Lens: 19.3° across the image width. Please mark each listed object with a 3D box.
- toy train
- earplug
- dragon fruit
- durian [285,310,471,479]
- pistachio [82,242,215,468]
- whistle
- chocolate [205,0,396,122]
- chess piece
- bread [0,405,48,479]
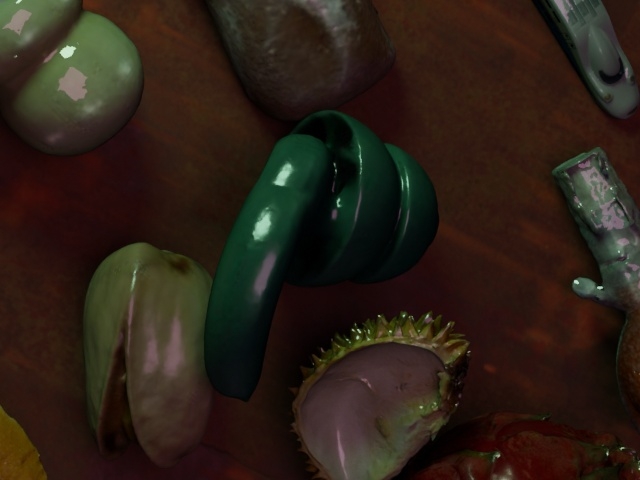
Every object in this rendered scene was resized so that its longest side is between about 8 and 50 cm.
[{"bbox_3d":[0.259,-0.220,1.883,0.052,0.051,0.234,-36,104,-10],"label":"toy train"},{"bbox_3d":[0.005,0.002,1.721,0.280,0.164,0.257,3,60,-37],"label":"earplug"},{"bbox_3d":[0.188,0.278,1.797,0.299,0.244,0.244,-27,102,-28],"label":"dragon fruit"},{"bbox_3d":[0.049,0.148,1.757,0.139,0.144,0.252,44,112,5],"label":"durian"},{"bbox_3d":[-0.157,0.104,1.715,0.129,0.131,0.206,5,93,23],"label":"pistachio"},{"bbox_3d":[0.339,0.069,1.895,0.142,0.134,0.346,-27,95,21],"label":"whistle"},{"bbox_3d":[-0.022,-0.229,1.745,0.161,0.083,0.261,-33,114,-11],"label":"chocolate"},{"bbox_3d":[-0.288,-0.211,1.636,0.182,0.182,0.330,-47,111,-11],"label":"chess piece"},{"bbox_3d":[-0.363,0.240,1.654,0.245,0.121,0.174,-28,101,-18],"label":"bread"}]
